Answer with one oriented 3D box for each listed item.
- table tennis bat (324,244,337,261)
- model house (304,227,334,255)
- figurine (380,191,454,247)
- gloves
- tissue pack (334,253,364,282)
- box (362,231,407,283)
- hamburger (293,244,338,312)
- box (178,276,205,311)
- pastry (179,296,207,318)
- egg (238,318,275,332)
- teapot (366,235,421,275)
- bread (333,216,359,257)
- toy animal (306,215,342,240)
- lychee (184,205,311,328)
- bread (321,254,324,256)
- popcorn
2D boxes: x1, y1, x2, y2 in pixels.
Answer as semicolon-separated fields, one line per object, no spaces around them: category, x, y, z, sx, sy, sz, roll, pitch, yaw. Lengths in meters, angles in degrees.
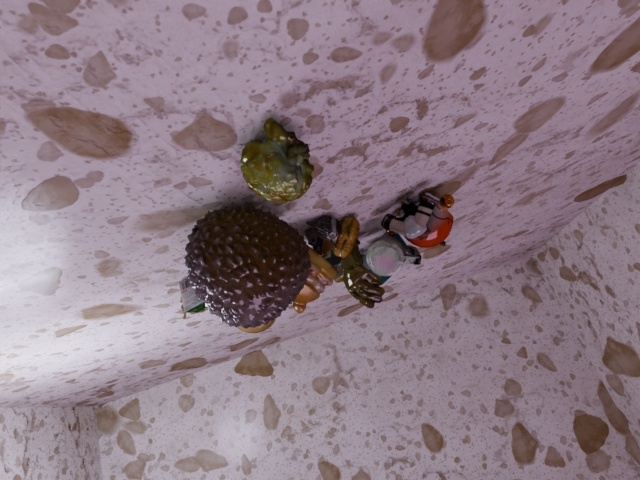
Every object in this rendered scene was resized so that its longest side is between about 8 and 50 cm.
table tennis bat;0.057;0.081;2.030;0.154;0.021;0.274;-19;160;-6
model house;0.000;0.000;1.683;0.087;0.100;0.100;-26;156;16
figurine;0.430;-0.073;1.743;0.320;0.196;0.323;-28;157;33
gloves;0.169;0.148;1.866;0.154;0.331;0.141;-29;164;37
tissue pack;0.153;0.148;2.173;0.120;0.082;0.169;-6;155;-45
box;0.313;0.089;2.024;0.092;0.153;0.245;4;135;-46
hamburger;-0.096;0.130;1.613;0.237;0.276;0.276;-53;158;-7
box;-0.477;0.198;1.702;0.199;0.135;0.081;-29;157;23
pastry;-0.516;0.261;1.853;0.250;0.102;0.154;-22;169;-1
egg;-0.349;0.382;2.149;0.244;0.201;0.201;-24;159;33
teapot;0.318;0.045;1.820;0.221;0.163;0.178;-21;-169;21
bread;0.108;-0.011;1.731;0.083;0.114;0.211;22;156;7
toy animal;0.020;-0.055;1.596;0.137;0.098;0.098;28;133;-32
lychee;-0.225;0.079;1.319;0.380;0.380;0.432;-27;133;18
bread;0.019;0.046;1.892;0.047;0.036;0.083;-10;158;-26
popcorn;-0.107;-0.200;1.052;0.198;0.198;0.212;-5;120;-33
